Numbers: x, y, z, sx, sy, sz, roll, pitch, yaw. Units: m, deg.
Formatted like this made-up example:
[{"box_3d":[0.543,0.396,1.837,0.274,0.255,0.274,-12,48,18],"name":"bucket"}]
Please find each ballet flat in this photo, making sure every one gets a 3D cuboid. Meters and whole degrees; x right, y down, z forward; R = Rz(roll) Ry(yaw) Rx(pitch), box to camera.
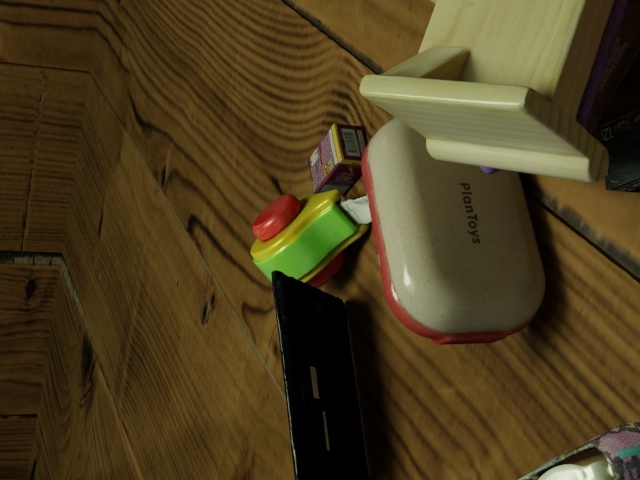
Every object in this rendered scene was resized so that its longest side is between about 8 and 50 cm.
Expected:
[{"box_3d":[0.194,0.210,0.866,0.221,0.079,0.077,-54,42,49],"name":"ballet flat"}]

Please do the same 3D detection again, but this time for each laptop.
[{"box_3d":[-0.028,0.189,1.260,0.137,0.264,0.234,-18,68,24],"name":"laptop"}]

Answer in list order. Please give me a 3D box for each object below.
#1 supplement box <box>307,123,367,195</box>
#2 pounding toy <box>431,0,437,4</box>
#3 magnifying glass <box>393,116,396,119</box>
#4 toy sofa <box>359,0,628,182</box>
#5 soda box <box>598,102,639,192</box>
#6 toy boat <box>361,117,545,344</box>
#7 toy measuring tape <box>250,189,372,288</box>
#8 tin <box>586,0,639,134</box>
[{"box_3d":[0.022,-0.097,1.293,0.083,0.043,0.055,-48,46,52],"name":"supplement box"},{"box_3d":[0.147,-0.259,0.950,0.141,0.130,0.100,-127,46,-53],"name":"pounding toy"},{"box_3d":[0.125,-0.082,1.106,0.092,0.026,0.231,122,144,-45],"name":"magnifying glass"},{"box_3d":[0.186,-0.225,0.778,0.150,0.177,0.362,13,80,44],"name":"toy sofa"},{"box_3d":[0.275,-0.081,0.754,0.169,0.053,0.060,154,115,-62],"name":"soda box"},{"box_3d":[0.106,-0.002,0.992,0.151,0.151,0.231,128,138,-57],"name":"toy boat"},{"box_3d":[0.000,0.000,1.240,0.330,0.121,0.121,-8,80,63],"name":"toy measuring tape"},{"box_3d":[0.212,-0.153,0.855,0.189,0.040,0.106,-62,24,15],"name":"tin"}]
